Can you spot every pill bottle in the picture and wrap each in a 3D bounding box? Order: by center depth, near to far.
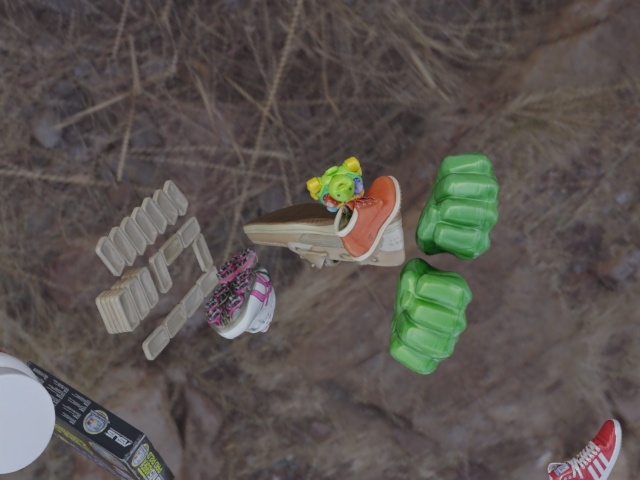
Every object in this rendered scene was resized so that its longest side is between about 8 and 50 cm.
[{"bbox_3d":[-0.493,0.226,1.591,0.161,0.283,0.161,-5,99,-35],"label":"pill bottle"}]

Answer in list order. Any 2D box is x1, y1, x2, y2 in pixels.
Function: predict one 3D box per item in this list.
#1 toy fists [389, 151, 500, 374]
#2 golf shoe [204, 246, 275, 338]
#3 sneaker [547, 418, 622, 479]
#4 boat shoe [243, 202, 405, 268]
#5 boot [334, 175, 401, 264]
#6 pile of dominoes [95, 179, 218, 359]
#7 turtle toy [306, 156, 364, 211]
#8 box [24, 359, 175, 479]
[{"bbox_3d":[0.149,0.025,1.368,0.096,0.142,0.279,18,91,-6],"label":"toy fists"},{"bbox_3d":[-0.081,0.073,1.295,0.067,0.186,0.086,-32,104,14],"label":"golf shoe"},{"bbox_3d":[0.322,0.269,1.373,0.067,0.042,0.118,18,97,-13],"label":"sneaker"},{"bbox_3d":[0.000,0.000,2.044,0.121,0.341,0.110,-29,113,-46],"label":"boat shoe"},{"bbox_3d":[0.072,-0.050,1.731,0.059,0.158,0.084,-7,140,43],"label":"boot"},{"bbox_3d":[-0.244,0.037,1.628,0.040,0.251,0.196,-8,114,26],"label":"pile of dominoes"},{"bbox_3d":[0.032,-0.086,1.823,0.095,0.066,0.130,-29,170,0],"label":"turtle toy"},{"bbox_3d":[-0.396,0.335,1.952,0.060,0.270,0.216,-54,157,-22],"label":"box"}]
